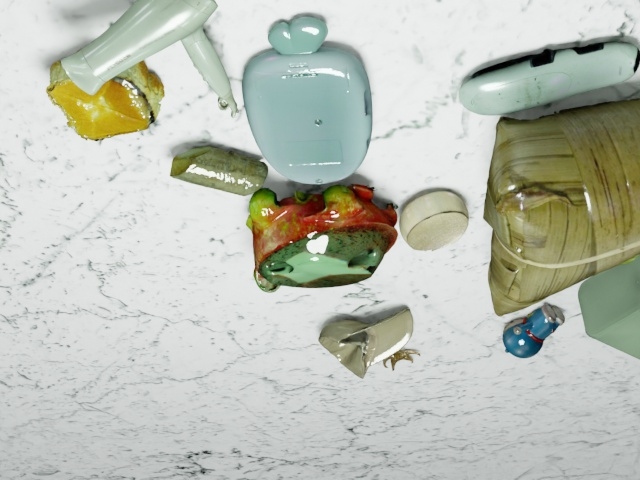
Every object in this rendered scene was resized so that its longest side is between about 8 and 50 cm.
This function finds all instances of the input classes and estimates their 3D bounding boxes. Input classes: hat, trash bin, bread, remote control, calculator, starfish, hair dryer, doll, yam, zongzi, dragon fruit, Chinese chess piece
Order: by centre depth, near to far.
[{"bbox_3d":[-0.190,-0.222,1.081,0.206,0.075,0.237,-34,142,10],"label":"hair dryer"},{"bbox_3d":[-0.300,-0.208,1.132,0.140,0.069,0.128,-12,143,17],"label":"bread"},{"bbox_3d":[0.326,-0.229,1.161,0.256,0.045,0.097,-13,145,11],"label":"remote control"},{"bbox_3d":[-0.018,-0.190,1.180,0.186,0.041,0.299,-1,140,6],"label":"calculator"},{"bbox_3d":[-0.160,-0.113,1.278,0.146,0.069,0.070,15,141,-21],"label":"yam"},{"bbox_3d":[0.513,-0.044,1.307,0.500,0.218,0.467,-9,150,6],"label":"zongzi"},{"bbox_3d":[0.000,0.000,1.371,0.295,0.130,0.268,13,151,-37],"label":"dragon fruit"},{"bbox_3d":[0.196,-0.033,1.406,0.122,0.051,0.122,-12,148,-8],"label":"Chinese chess piece"},{"bbox_3d":[0.717,0.152,1.622,0.343,0.158,0.223,19,139,-26],"label":"trash bin"},{"bbox_3d":[0.096,0.188,1.731,0.173,0.144,0.166,-45,143,-16],"label":"hat"},{"bbox_3d":[0.449,0.197,1.739,0.114,0.085,0.152,11,134,-37],"label":"doll"},{"bbox_3d":[0.185,0.269,1.865,0.091,0.028,0.078,-19,147,17],"label":"starfish"}]

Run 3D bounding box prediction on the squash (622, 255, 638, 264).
[{"bbox_3d":[0.476,0.003,1.476,0.239,0.069,0.069,11,142,-18],"label":"squash"}]
